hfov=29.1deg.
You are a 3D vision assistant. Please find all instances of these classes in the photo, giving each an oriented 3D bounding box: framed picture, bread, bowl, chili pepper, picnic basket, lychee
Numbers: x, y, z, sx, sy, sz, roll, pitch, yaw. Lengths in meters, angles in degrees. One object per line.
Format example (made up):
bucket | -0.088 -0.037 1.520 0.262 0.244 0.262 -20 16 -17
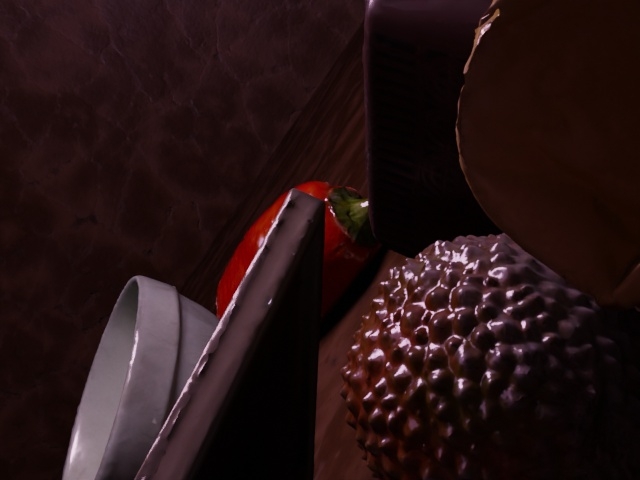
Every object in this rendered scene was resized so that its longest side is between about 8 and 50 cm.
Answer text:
framed picture | -0.071 0.217 0.824 0.446 0.028 0.326 93 -160 -55
bread | 0.193 -0.107 0.552 0.288 0.204 0.156 -43 17 23
bowl | -0.182 0.201 1.395 0.307 0.163 0.307 -166 90 -73
chili pepper | -0.003 0.002 1.366 0.338 0.131 0.135 -47 16 43
picnic basket | 0.110 -0.107 0.810 0.297 0.129 0.223 85 -158 -52
lychee | 0.092 0.076 0.634 0.165 0.165 0.197 -59 9 -11
